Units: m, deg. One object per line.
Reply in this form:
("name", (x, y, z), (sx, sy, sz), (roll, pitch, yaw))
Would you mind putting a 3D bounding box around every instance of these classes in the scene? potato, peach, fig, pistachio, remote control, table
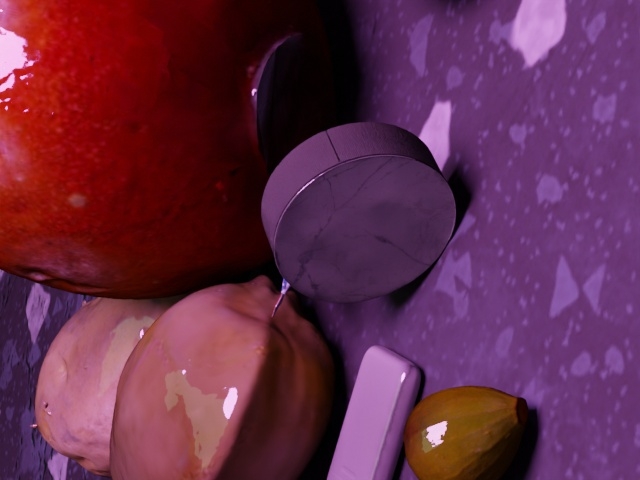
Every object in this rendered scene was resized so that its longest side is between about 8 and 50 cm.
("potato", (-0.178, 0.122, 1.599), (0.235, 0.128, 0.161), (-25, 63, 50))
("peach", (-0.151, -0.119, 1.421), (0.310, 0.406, 0.335), (12, 80, 34))
("fig", (0.096, 0.127, 1.172), (0.088, 0.074, 0.074), (-33, 50, 25))
("pistachio", (-0.091, 0.156, 1.402), (0.260, 0.163, 0.212), (-64, -1, 30))
("remote control", (0.022, 0.207, 1.322), (0.067, 0.029, 0.261), (26, 102, 60))
("table", (0.026, -0.019, 1.274), (0.133, 0.133, 0.043), (-61, 33, 30))

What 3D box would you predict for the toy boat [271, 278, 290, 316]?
("toy boat", (0.001, -0.002, 1.379), (0.105, 0.034, 0.149), (99, -168, -77))
